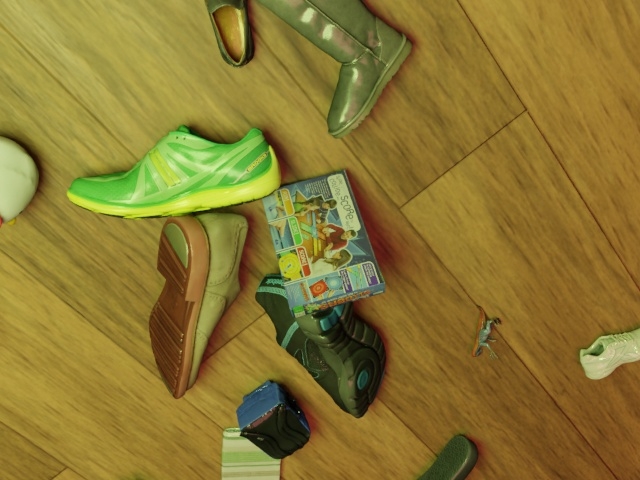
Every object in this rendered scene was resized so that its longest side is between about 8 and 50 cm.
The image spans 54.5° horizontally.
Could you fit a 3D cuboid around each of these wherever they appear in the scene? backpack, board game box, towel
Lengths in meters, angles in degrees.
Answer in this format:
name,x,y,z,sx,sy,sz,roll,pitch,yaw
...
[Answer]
name,x,y,z,sx,sy,sz,roll,pitch,yaw
backpack,-0.074,0.310,1.079,0.098,0.101,0.120,-33,119,8
board game box,0.000,0.000,0.903,0.136,0.201,0.035,-15,150,-2
towel,-0.129,0.411,1.165,0.113,0.023,0.152,3,116,-8

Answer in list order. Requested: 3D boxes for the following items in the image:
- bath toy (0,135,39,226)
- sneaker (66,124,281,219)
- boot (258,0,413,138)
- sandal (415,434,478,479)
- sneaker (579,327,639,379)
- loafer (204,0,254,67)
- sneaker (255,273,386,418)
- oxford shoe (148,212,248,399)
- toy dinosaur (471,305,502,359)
name,x,y,z,sx,sy,sz,roll,pitch,yaw
bath toy,-0.552,-0.038,0.827,0.348,0.129,0.151,-12,150,-3
sneaker,-0.207,-0.097,0.884,0.296,0.109,0.123,-9,91,-2
boot,0.002,-0.268,0.841,0.208,0.076,0.189,31,92,-28
sandal,0.227,0.497,1.217,0.054,0.097,0.254,33,105,-21
sneaker,0.557,0.200,1.160,0.152,0.053,0.061,-33,113,7
loafer,-0.121,-0.310,0.808,0.062,0.061,0.170,-17,115,0
sneaker,0.011,0.169,1.035,0.140,0.125,0.340,9,138,34
oxford shoe,-0.180,0.110,0.963,0.130,0.123,0.348,-14,137,-38
toy dinosaur,0.292,0.172,1.123,0.090,0.047,0.082,45,113,10
